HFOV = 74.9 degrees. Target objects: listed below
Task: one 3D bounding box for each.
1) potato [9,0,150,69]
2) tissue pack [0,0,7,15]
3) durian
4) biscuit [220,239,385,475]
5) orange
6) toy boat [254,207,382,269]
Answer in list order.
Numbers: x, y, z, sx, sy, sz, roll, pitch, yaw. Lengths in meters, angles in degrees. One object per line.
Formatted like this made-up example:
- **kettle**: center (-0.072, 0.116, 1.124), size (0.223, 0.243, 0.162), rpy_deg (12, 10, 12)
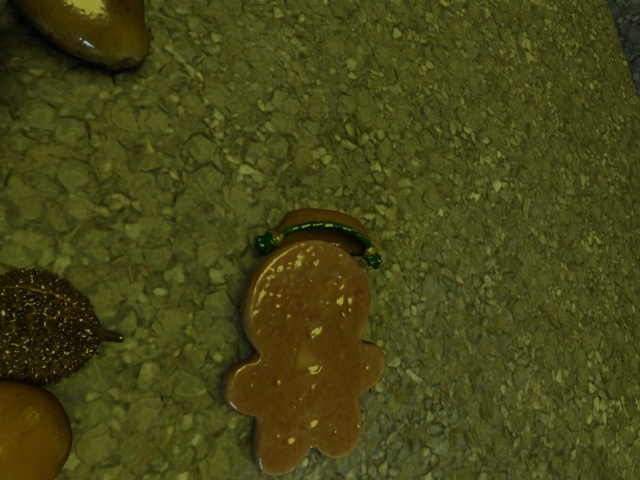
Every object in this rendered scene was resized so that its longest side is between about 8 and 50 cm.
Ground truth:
- **potato**: center (-0.373, -0.417, 0.580), size (0.369, 0.176, 0.195), rpy_deg (65, 17, -10)
- **tissue pack**: center (-0.534, -0.187, 0.361), size (0.332, 0.205, 0.405), rpy_deg (29, 68, -45)
- **durian**: center (-0.339, 0.107, 0.508), size (0.188, 0.091, 0.148), rpy_deg (17, 72, -26)
- **biscuit**: center (-0.021, 0.176, 0.657), size (0.275, 0.052, 0.355), rpy_deg (-5, 94, -27)
- **orange**: center (-0.357, 0.227, 0.443), size (0.156, 0.134, 0.156), rpy_deg (-3, 104, -11)
- **toy boat**: center (0.000, 0.000, 0.714), size (0.229, 0.089, 0.088), rpy_deg (9, 54, -19)
